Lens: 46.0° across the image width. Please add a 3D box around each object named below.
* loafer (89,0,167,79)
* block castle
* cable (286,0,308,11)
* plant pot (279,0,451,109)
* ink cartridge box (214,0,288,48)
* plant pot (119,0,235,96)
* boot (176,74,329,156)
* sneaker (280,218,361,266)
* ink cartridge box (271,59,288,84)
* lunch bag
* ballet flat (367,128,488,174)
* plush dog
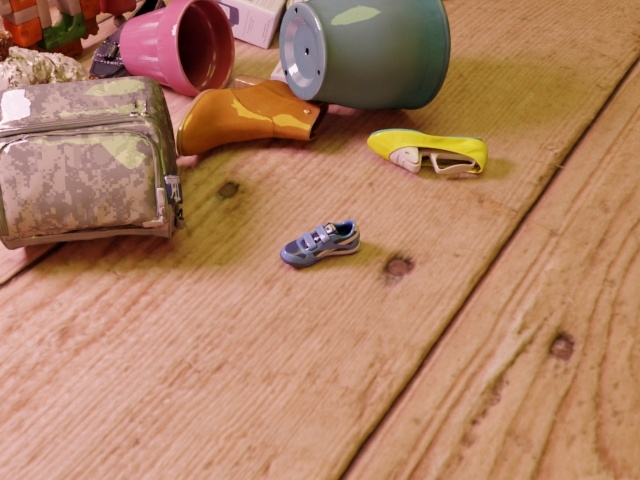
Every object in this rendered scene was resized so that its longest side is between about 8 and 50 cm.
[{"bbox_3d":[-0.423,-0.441,1.654,0.109,0.095,0.302,14,46,13],"label":"loafer"},{"bbox_3d":[-0.657,-0.523,1.653,0.303,0.212,0.453,27,47,28],"label":"block castle"},{"bbox_3d":[0.043,-0.519,1.764,0.257,0.089,0.257,29,50,24],"label":"cable"},{"bbox_3d":[0.069,-0.375,1.467,0.255,0.271,0.271,-14,46,-27],"label":"plant pot"},{"bbox_3d":[-0.202,-0.567,1.760,0.237,0.100,0.172,21,45,-2],"label":"ink cartridge box"},{"bbox_3d":[-0.307,-0.401,1.568,0.180,0.201,0.201,7,42,27],"label":"plant pot"},{"bbox_3d":[-0.120,-0.228,1.451,0.211,0.104,0.295,20,43,17],"label":"boot"},{"bbox_3d":[0.000,0.000,1.255,0.144,0.059,0.053,-17,50,-18],"label":"sneaker"},{"bbox_3d":[-0.037,-0.345,1.610,0.123,0.052,0.088,12,45,11],"label":"ink cartridge box"},{"bbox_3d":[-0.383,-0.112,1.256,0.305,0.212,0.256,-5,63,-6],"label":"lunch bag"},{"bbox_3d":[0.204,-0.162,1.427,0.231,0.077,0.077,4,61,-2],"label":"ballet flat"},{"bbox_3d":[-0.555,-0.309,1.471,0.263,0.210,0.225,24,25,20],"label":"plush dog"}]
